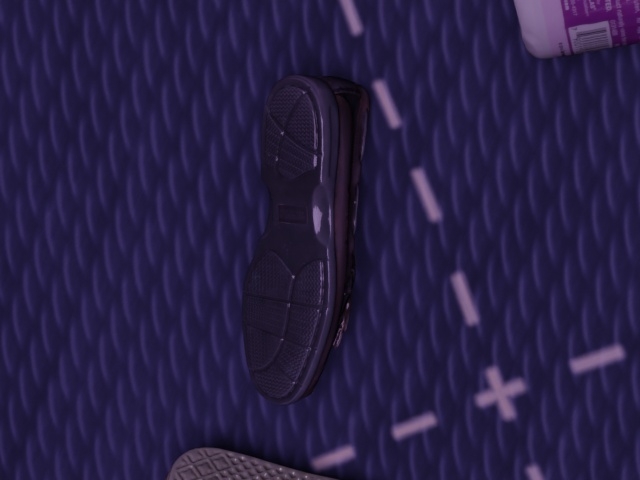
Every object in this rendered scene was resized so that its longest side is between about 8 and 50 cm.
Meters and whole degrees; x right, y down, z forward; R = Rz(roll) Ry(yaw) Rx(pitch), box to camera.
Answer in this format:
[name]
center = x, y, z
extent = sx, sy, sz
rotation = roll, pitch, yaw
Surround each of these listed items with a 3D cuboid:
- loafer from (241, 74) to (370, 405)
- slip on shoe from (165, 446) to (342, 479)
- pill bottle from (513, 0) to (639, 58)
[loafer]
center = 0.000, 0.000, 1.562
extent = 0.109, 0.095, 0.302
rotation = 16, 106, 42
[slip on shoe]
center = 0.008, 0.292, 1.605
extent = 0.331, 0.123, 0.101
rotation = 19, 133, 2
[pill bottle]
center = 0.307, -0.256, 1.428
extent = 0.302, 0.169, 0.169
rotation = -10, 97, 11
